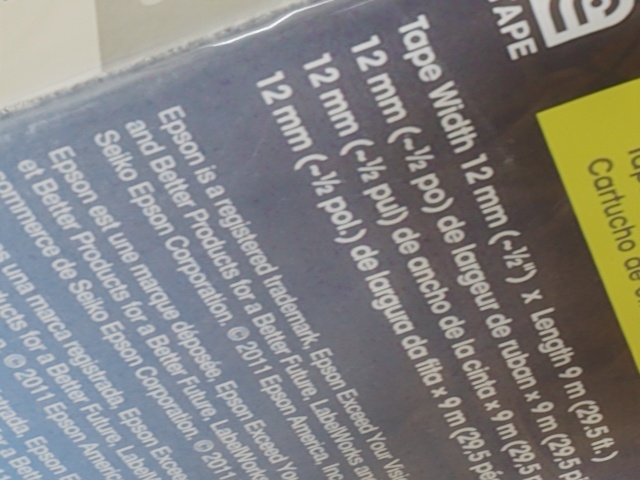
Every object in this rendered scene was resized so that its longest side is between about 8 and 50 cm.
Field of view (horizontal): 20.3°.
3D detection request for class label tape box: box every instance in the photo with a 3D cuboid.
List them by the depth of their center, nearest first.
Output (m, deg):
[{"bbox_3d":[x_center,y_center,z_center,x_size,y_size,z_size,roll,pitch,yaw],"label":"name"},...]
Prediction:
[{"bbox_3d":[0.000,0.000,0.467,0.348,0.249,0.115,-20,48,9],"label":"label tape box"}]
